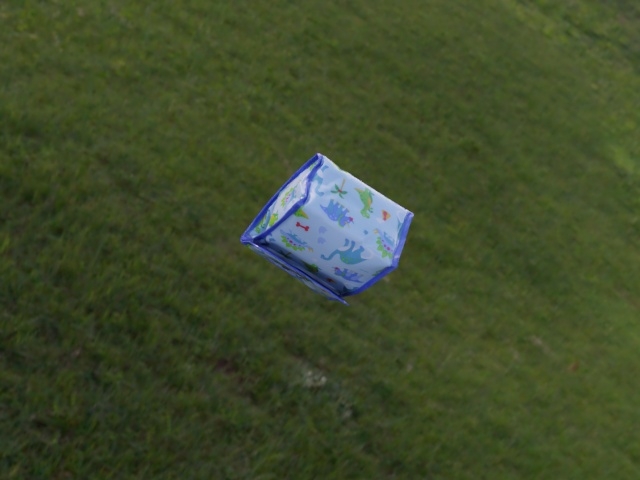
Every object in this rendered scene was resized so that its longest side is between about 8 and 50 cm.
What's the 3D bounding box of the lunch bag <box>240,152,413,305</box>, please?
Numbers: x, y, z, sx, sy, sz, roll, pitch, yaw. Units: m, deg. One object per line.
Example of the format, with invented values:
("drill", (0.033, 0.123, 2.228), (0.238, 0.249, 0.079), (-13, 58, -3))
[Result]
("lunch bag", (0.000, 0.000, 1.123), (0.129, 0.151, 0.096), (34, 53, -15))
